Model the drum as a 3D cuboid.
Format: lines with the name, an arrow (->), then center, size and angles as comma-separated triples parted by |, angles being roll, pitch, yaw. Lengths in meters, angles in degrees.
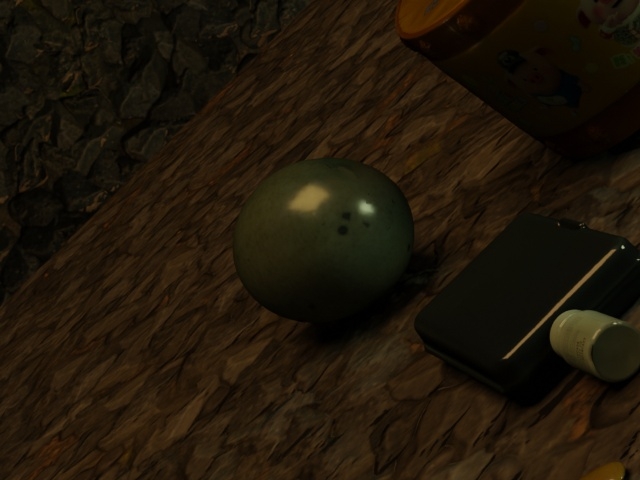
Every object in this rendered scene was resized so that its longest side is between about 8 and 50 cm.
drum -> 0.277, -0.304, 1.748 | 0.431, 0.214, 0.431 | -51, 13, 17

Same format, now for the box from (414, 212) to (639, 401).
box -> 0.172, 0.052, 1.503 | 0.160, 0.050, 0.230 | -44, 15, -6

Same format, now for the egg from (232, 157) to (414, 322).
egg -> 0.000, 0.000, 1.843 | 0.169, 0.169, 0.236 | -50, 19, -28

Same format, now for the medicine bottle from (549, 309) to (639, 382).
medicine bottle -> 0.208, 0.078, 1.349 | 0.047, 0.047, 0.083 | -44, 14, -7

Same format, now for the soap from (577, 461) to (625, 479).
soap -> 0.173, 0.177, 1.229 | 0.089, 0.012, 0.034 | -34, 17, 27
